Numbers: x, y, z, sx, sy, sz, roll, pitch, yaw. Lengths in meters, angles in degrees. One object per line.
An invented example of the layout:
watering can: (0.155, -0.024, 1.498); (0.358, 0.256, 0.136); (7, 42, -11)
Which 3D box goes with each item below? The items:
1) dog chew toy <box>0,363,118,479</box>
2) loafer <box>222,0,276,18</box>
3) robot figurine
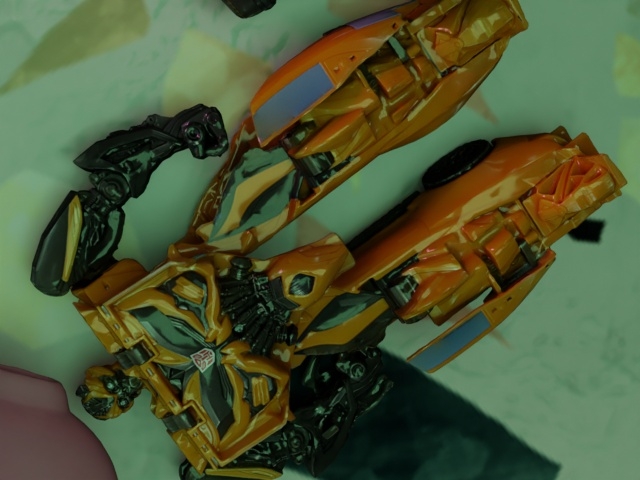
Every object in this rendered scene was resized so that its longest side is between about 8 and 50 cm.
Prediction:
dog chew toy: (-0.186, 0.221, 0.816); (0.206, 0.206, 0.332); (16, 86, -18)
loafer: (-0.089, -0.169, 0.846); (0.061, 0.062, 0.170); (-37, 106, 16)
robot figurine: (0.000, 0.000, 0.881); (0.291, 0.085, 0.211); (-37, 107, -7)
